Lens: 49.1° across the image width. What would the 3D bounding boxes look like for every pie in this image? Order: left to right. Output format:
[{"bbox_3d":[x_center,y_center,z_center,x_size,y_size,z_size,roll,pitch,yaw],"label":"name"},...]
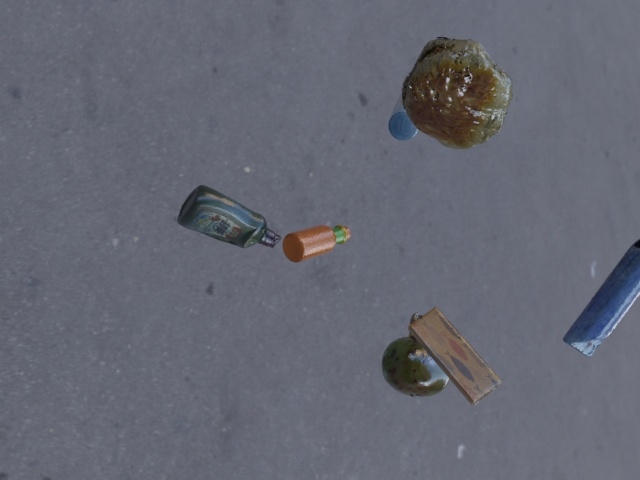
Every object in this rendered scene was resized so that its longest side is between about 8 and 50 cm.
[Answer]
[{"bbox_3d":[0.199,-0.213,1.040,0.079,0.163,0.193,-58,169,-32],"label":"pie"}]

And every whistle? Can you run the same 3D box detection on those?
[{"bbox_3d":[0.517,0.061,1.166,0.062,0.062,0.304,26,101,-46],"label":"whistle"}]

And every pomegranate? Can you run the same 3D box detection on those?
[{"bbox_3d":[0.257,0.305,1.800,0.210,0.179,0.179,-53,125,-26],"label":"pomegranate"}]

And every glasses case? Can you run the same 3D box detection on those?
[{"bbox_3d":[0.228,0.199,1.204,0.064,0.170,0.041,-33,154,-15],"label":"glasses case"}]

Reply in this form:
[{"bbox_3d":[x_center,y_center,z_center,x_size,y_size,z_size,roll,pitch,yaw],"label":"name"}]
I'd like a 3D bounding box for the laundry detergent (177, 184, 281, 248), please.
[{"bbox_3d":[-0.194,-0.035,1.543,0.221,0.144,0.078,26,54,-23],"label":"laundry detergent"}]

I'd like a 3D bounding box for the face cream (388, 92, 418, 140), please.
[{"bbox_3d":[0.225,-0.328,1.804,0.250,0.077,0.077,-65,135,-62],"label":"face cream"}]

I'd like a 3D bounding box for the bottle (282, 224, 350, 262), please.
[{"bbox_3d":[0.000,0.000,1.557,0.187,0.069,0.069,-14,96,-47],"label":"bottle"}]
